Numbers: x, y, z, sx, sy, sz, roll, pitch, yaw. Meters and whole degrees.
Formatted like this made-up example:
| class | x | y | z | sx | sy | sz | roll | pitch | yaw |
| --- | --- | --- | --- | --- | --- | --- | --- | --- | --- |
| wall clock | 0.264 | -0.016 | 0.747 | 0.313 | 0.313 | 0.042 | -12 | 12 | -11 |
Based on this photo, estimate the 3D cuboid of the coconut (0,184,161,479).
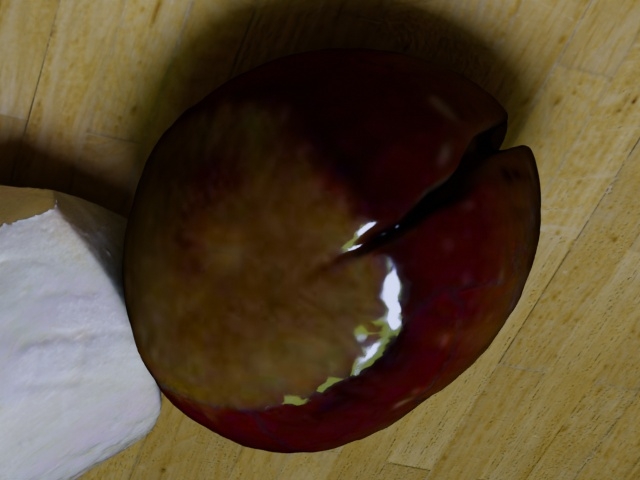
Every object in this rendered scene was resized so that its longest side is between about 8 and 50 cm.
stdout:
| class | x | y | z | sx | sy | sz | roll | pitch | yaw |
| --- | --- | --- | --- | --- | --- | --- | --- | --- | --- |
| coconut | -0.351 | 0.099 | 2.061 | 0.415 | 0.415 | 0.344 | -7 | 125 | 10 |

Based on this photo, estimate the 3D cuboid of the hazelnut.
| class | x | y | z | sx | sy | sz | roll | pitch | yaw |
| --- | --- | --- | --- | --- | --- | --- | --- | --- | --- |
| hazelnut | 0.000 | 0.000 | 1.916 | 0.402 | 0.402 | 0.429 | 24 | 120 | -25 |
